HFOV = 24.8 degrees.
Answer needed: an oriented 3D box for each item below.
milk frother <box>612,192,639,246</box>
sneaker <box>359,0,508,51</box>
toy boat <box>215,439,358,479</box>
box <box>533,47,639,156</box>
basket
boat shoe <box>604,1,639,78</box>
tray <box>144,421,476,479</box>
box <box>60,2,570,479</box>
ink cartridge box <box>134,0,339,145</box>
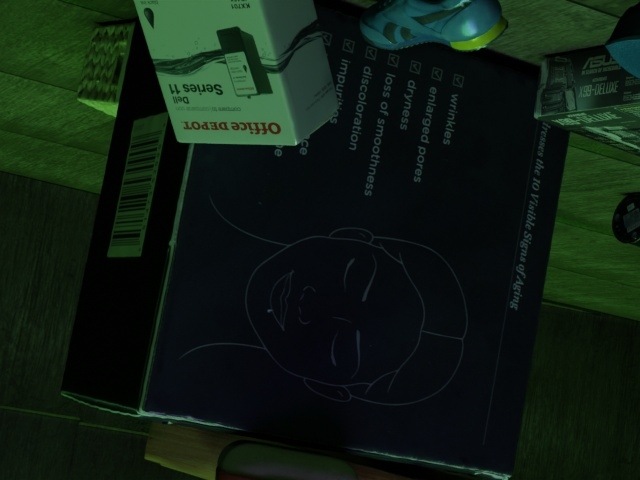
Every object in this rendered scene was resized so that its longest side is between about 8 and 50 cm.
[{"bbox_3d":[0.551,0.007,2.297,0.135,0.143,0.129,17,162,-33],"label":"milk frother"},{"bbox_3d":[0.099,-0.238,1.449,0.209,0.069,0.082,13,146,56],"label":"sneaker"},{"bbox_3d":[-0.046,0.300,1.574,0.151,0.151,0.231,11,173,-4],"label":"toy boat"},{"bbox_3d":[0.425,-0.149,1.581,0.242,0.076,0.307,15,170,-33],"label":"box"},{"bbox_3d":[-0.216,-0.205,1.853,0.103,0.113,0.167,9,173,38],"label":"basket"},{"bbox_3d":[0.368,-0.198,1.285,0.258,0.089,0.109,12,156,43],"label":"boat shoe"},{"bbox_3d":[-0.001,0.292,1.809,0.411,0.076,0.203,10,176,38],"label":"tray"},{"bbox_3d":[0.000,0.000,1.701,0.472,0.480,0.297,14,173,-26],"label":"box"},{"bbox_3d":[-0.084,-0.198,1.373,0.153,0.208,0.087,3,-148,34],"label":"ink cartridge box"}]
